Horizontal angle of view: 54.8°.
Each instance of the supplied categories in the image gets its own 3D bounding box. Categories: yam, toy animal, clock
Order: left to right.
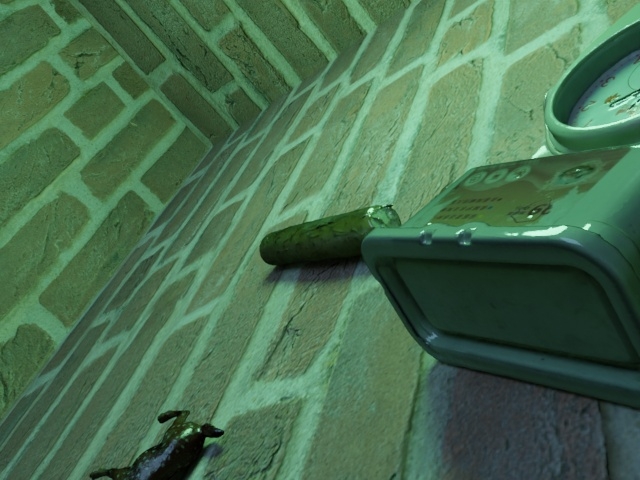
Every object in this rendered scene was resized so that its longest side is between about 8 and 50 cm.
[{"bbox_3d":[-0.249,0.342,0.864,0.243,0.087,0.260,-53,20,-21],"label":"toy animal"},{"bbox_3d":[0.000,0.000,1.098,0.371,0.083,0.083,-13,36,54],"label":"yam"},{"bbox_3d":[0.383,-0.164,0.686,0.324,0.108,0.265,-42,22,3],"label":"clock"}]

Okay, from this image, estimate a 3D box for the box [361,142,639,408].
[{"bbox_3d":[0.209,0.013,0.594,0.182,0.175,0.312,-42,19,-24],"label":"box"}]
